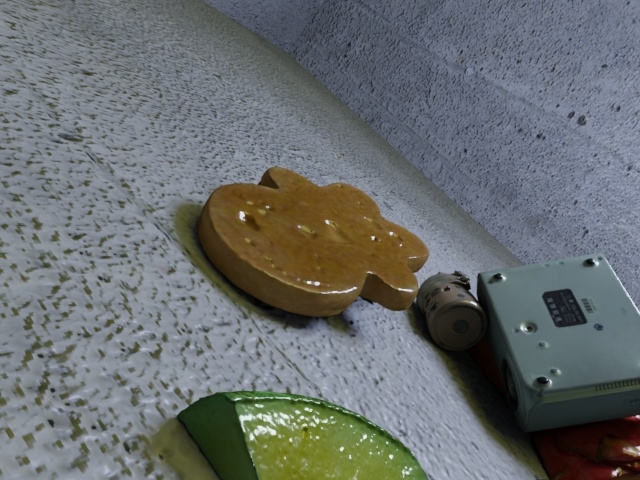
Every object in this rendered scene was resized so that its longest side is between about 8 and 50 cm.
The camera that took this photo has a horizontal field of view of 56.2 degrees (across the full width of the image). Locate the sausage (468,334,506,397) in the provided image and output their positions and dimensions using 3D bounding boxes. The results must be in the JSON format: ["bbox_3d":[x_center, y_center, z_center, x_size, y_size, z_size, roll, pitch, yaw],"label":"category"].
[{"bbox_3d":[0.302,0.196,0.976,0.089,0.089,0.179,28,24,-35],"label":"sausage"}]

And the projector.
[{"bbox_3d":[0.356,0.140,0.880,0.250,0.198,0.108,-96,175,-47],"label":"projector"}]

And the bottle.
[{"bbox_3d":[0.208,0.103,0.976,0.099,0.099,0.152,36,16,-14],"label":"bottle"}]

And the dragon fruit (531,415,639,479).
[{"bbox_3d":[0.444,0.292,0.898,0.317,0.152,0.205,27,20,-35],"label":"dragon fruit"}]

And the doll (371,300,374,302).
[{"bbox_3d":[0.049,0.055,0.880,0.061,0.051,0.093,-111,176,-65],"label":"doll"}]

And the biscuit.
[{"bbox_3d":[-0.001,0.002,0.772,0.275,0.052,0.355,41,30,21],"label":"biscuit"}]

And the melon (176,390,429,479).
[{"bbox_3d":[0.019,0.177,0.461,0.262,0.053,0.114,27,28,-35],"label":"melon"}]

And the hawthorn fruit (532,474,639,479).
[{"bbox_3d":[0.173,0.270,0.339,0.208,0.208,0.248,37,41,-11],"label":"hawthorn fruit"}]
